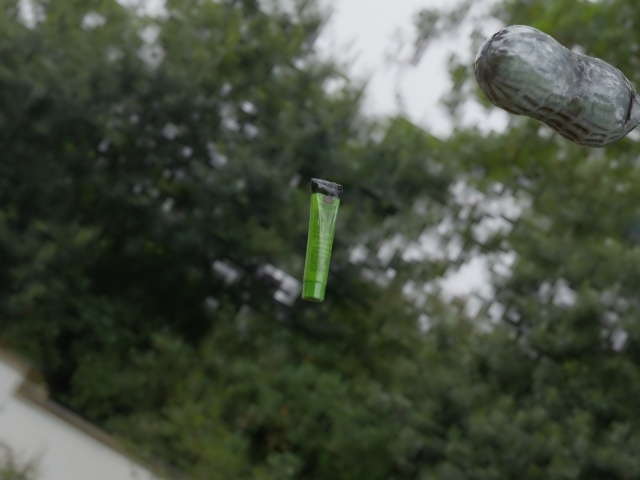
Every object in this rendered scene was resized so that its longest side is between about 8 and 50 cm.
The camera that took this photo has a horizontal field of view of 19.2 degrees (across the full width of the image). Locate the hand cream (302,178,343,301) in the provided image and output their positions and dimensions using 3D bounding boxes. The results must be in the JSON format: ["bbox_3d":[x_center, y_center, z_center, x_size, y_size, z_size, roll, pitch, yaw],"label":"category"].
[{"bbox_3d":[0.000,0.000,1.891,0.036,0.122,0.023,12,-11,-24],"label":"hand cream"}]

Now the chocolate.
[{"bbox_3d":[0.191,-0.121,1.507,0.167,0.072,0.072,18,-3,-38],"label":"chocolate"}]
